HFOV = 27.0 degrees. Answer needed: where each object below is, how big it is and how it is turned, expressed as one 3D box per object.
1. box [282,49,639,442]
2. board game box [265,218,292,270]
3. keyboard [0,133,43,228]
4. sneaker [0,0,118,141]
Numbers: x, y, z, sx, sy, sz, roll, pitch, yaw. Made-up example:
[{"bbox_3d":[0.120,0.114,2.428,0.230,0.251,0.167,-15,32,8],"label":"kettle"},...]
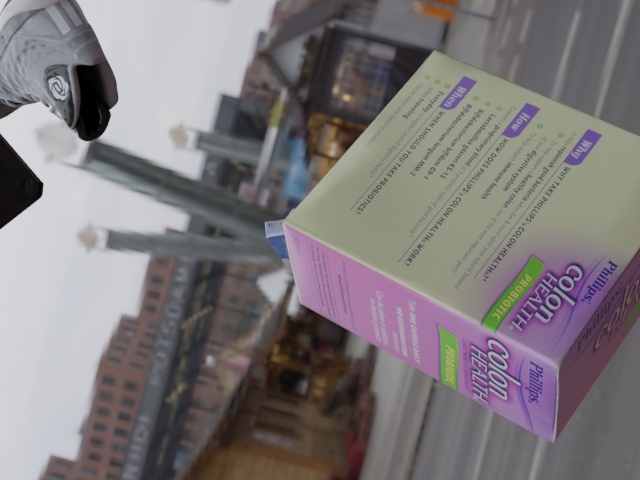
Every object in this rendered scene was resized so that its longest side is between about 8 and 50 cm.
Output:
[{"bbox_3d":[0.134,-0.003,1.047,0.213,0.243,0.117,-50,-28,-26],"label":"box"},{"bbox_3d":[0.000,0.000,1.326,0.090,0.090,0.020,58,-154,-63],"label":"board game box"},{"bbox_3d":[-0.286,-0.020,0.891,0.180,0.108,0.023,-41,9,-19],"label":"keyboard"},{"bbox_3d":[-0.256,-0.133,1.227,0.086,0.132,0.229,-33,-4,-34],"label":"sneaker"}]
